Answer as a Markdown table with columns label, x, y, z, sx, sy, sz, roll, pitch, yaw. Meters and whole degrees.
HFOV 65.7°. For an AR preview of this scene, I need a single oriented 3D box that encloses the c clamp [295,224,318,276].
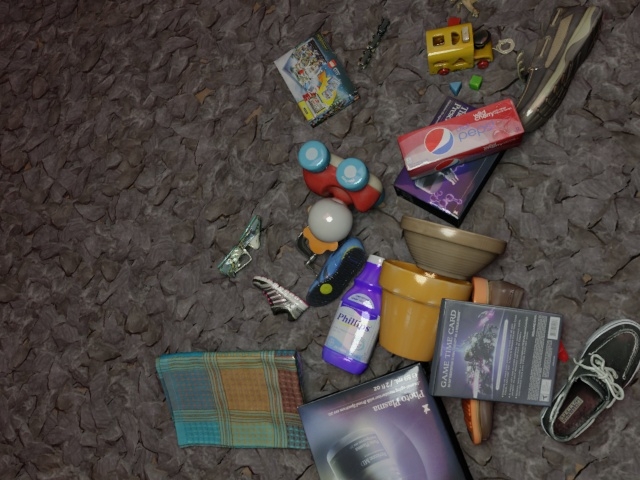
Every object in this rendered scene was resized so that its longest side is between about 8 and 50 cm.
| label | x | y | z | sx | sy | sz | roll | pitch | yaw |
| --- | --- | --- | --- | --- | --- | --- | --- | --- | --- |
| c clamp | 0.000 | 0.000 | 1.303 | 0.137 | 0.022 | 0.161 | 36 | 89 | 41 |

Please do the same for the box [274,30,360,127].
| label | x | y | z | sx | sy | sz | roll | pitch | yaw |
| --- | --- | --- | --- | --- | --- | --- | --- | --- | --- |
| box | -0.012 | -0.456 | 1.403 | 0.159 | 0.044 | 0.233 | -30 | 72 | 8 |

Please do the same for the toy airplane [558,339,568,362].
| label | x | y | z | sx | sy | sz | roll | pitch | yaw |
| --- | --- | --- | --- | --- | --- | --- | --- | --- | --- |
| toy airplane | 0.490 | 0.269 | 1.084 | 0.151 | 0.028 | 0.151 | -2 | 95 | -25 |

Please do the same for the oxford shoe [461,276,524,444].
| label | x | y | z | sx | sy | sz | roll | pitch | yaw |
| --- | --- | --- | --- | --- | --- | --- | --- | --- | --- |
| oxford shoe | 0.385 | 0.266 | 1.094 | 0.132 | 0.130 | 0.364 | 6 | 84 | 6 |

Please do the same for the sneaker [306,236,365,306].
| label | x | y | z | sx | sy | sz | roll | pitch | yaw |
| --- | --- | --- | --- | --- | --- | --- | --- | --- | --- |
| sneaker | 0.036 | 0.080 | 1.274 | 0.209 | 0.069 | 0.082 | -51 | 25 | 15 |

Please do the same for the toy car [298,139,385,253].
| label | x | y | z | sx | sy | sz | roll | pitch | yaw |
| --- | --- | --- | --- | --- | --- | --- | --- | --- | --- |
| toy car | 0.019 | -0.087 | 1.226 | 0.210 | 0.219 | 0.238 | 28 | 91 | 20 |

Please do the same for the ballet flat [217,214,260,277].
| label | x | y | z | sx | sy | sz | roll | pitch | yaw |
| --- | --- | --- | --- | --- | --- | --- | --- | --- | --- |
| ballet flat | -0.205 | 0.021 | 1.358 | 0.070 | 0.070 | 0.188 | 37 | 92 | 20 |

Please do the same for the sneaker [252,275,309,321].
| label | x | y | z | sx | sy | sz | roll | pitch | yaw |
| --- | --- | --- | --- | --- | --- | --- | --- | --- | --- |
| sneaker | -0.117 | 0.155 | 1.294 | 0.170 | 0.063 | 0.075 | 30 | 82 | 15 |

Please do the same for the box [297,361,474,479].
| label | x | y | z | sx | sy | sz | roll | pitch | yaw |
| --- | --- | --- | --- | --- | --- | --- | --- | --- | --- |
| box | 0.147 | 0.454 | 1.093 | 0.296 | 0.182 | 0.294 | -24 | 74 | 11 |

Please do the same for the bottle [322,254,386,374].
| label | x | y | z | sx | sy | sz | roll | pitch | yaw |
| --- | --- | --- | --- | --- | --- | --- | --- | --- | --- |
| bottle | 0.102 | 0.176 | 1.210 | 0.118 | 0.092 | 0.283 | 20 | 85 | 20 |

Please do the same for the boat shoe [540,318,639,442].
| label | x | y | z | sx | sy | sz | roll | pitch | yaw |
| --- | --- | --- | --- | --- | --- | --- | --- | --- | --- |
| boat shoe | 0.576 | 0.292 | 1.039 | 0.113 | 0.105 | 0.306 | 44 | 93 | 20 |

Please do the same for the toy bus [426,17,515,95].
| label | x | y | z | sx | sy | sz | roll | pitch | yaw |
| --- | --- | --- | --- | --- | --- | --- | --- | --- | --- |
| toy bus | 0.365 | -0.500 | 1.270 | 0.191 | 0.104 | 0.202 | 41 | 92 | 20 |

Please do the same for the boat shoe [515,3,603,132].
| label | x | y | z | sx | sy | sz | roll | pitch | yaw |
| --- | --- | --- | --- | --- | --- | --- | --- | --- | --- |
| boat shoe | 0.544 | -0.417 | 1.201 | 0.130 | 0.132 | 0.356 | 30 | 79 | 29 |

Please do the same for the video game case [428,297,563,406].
| label | x | y | z | sx | sy | sz | roll | pitch | yaw |
| --- | --- | --- | --- | --- | --- | --- | --- | --- | --- |
| video game case | 0.366 | 0.233 | 1.024 | 0.273 | 0.026 | 0.196 | 9 | 88 | -11 |

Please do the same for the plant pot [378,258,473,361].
| label | x | y | z | sx | sy | sz | roll | pitch | yaw |
| --- | --- | --- | --- | --- | --- | --- | --- | --- | --- |
| plant pot | 0.216 | 0.160 | 1.116 | 0.205 | 0.205 | 0.188 | 17 | 96 | 19 |

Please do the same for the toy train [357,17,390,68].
| label | x | y | z | sx | sy | sz | roll | pitch | yaw |
| --- | --- | --- | --- | --- | --- | --- | --- | --- | --- |
| toy train | 0.147 | -0.547 | 1.380 | 0.027 | 0.036 | 0.158 | 30 | 86 | -3 |

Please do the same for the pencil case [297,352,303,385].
| label | x | y | z | sx | sy | sz | roll | pitch | yaw |
| --- | --- | --- | --- | --- | --- | --- | --- | --- | --- |
| pencil case | -0.143 | 0.336 | 1.257 | 0.205 | 0.086 | 0.088 | -8 | 101 | 16 |

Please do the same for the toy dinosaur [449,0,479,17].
| label | x | y | z | sx | sy | sz | roll | pitch | yaw |
| --- | --- | --- | --- | --- | --- | --- | --- | --- | --- |
| toy dinosaur | 0.390 | -0.680 | 1.338 | 0.092 | 0.053 | 0.183 | 0 | 86 | 1 |

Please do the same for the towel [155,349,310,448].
| label | x | y | z | sx | sy | sz | roll | pitch | yaw |
| --- | --- | --- | --- | --- | --- | --- | --- | --- | --- |
| towel | -0.217 | 0.398 | 1.226 | 0.369 | 0.040 | 0.272 | -5 | 106 | 15 |

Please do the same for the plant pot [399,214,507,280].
| label | x | y | z | sx | sy | sz | roll | pitch | yaw |
| --- | --- | --- | --- | --- | --- | --- | --- | --- | --- |
| plant pot | 0.288 | 0.022 | 1.120 | 0.237 | 0.237 | 0.110 | 15 | 95 | 19 |

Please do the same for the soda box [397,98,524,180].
| label | x | y | z | sx | sy | sz | roll | pitch | yaw |
| --- | --- | --- | --- | --- | --- | --- | --- | --- | --- |
| soda box | 0.316 | -0.227 | 1.131 | 0.263 | 0.083 | 0.092 | -18 | 74 | 13 |

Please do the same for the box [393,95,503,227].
| label | x | y | z | sx | sy | sz | roll | pitch | yaw |
| --- | --- | --- | --- | --- | --- | --- | --- | --- | --- |
| box | 0.327 | -0.192 | 1.220 | 0.184 | 0.103 | 0.261 | 31 | 88 | 17 |
